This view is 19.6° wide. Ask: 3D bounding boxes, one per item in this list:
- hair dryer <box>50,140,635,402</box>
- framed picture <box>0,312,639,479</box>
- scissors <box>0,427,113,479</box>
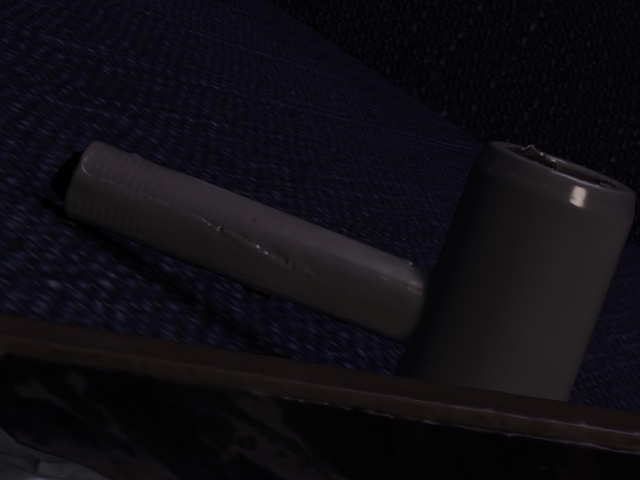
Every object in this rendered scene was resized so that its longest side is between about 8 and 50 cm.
[{"bbox_3d":[0.000,0.000,0.767,0.236,0.131,0.073,20,10,11],"label":"hair dryer"},{"bbox_3d":[0.027,0.074,0.324,0.281,0.019,0.209,8,20,-2],"label":"framed picture"},{"bbox_3d":[-0.047,0.048,0.315,0.248,0.017,0.144,19,23,20],"label":"scissors"}]
